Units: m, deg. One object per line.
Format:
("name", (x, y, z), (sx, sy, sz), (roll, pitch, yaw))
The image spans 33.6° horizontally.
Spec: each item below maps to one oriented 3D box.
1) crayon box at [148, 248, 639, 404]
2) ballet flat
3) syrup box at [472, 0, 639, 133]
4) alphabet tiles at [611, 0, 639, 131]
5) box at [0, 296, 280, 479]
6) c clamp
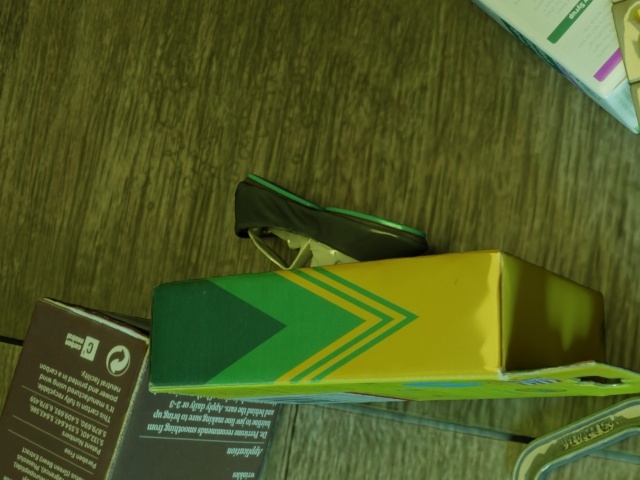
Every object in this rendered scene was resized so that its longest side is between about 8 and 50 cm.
("crayon box", (0.065, 0.069, 0.744), (0.319, 0.202, 0.081), (-6, 76, 30))
("ballet flat", (0.000, 0.000, 0.878), (0.203, 0.074, 0.074), (20, 91, 40))
("syrup box", (0.174, -0.193, 0.794), (0.096, 0.093, 0.237), (-49, 60, 14))
("alphabet tiles", (0.326, -0.135, 0.634), (0.285, 0.011, 0.342), (-15, 76, 26))
("box", (-0.177, 0.252, 0.864), (0.143, 0.191, 0.381), (15, 87, 34))
("c clamp", (0.213, 0.182, 0.732), (0.161, 0.022, 0.137), (-24, 68, 25))
